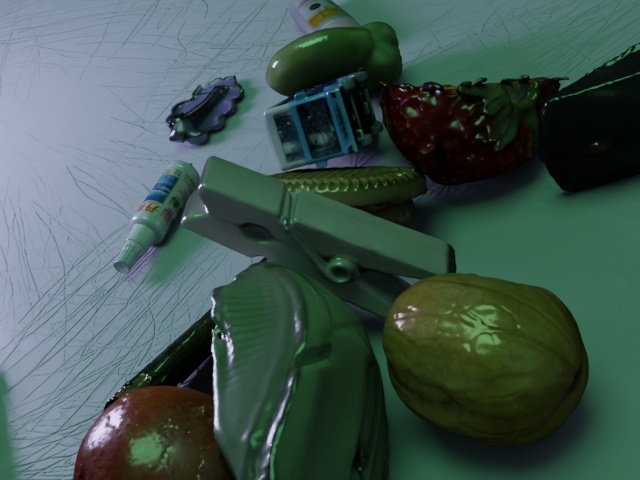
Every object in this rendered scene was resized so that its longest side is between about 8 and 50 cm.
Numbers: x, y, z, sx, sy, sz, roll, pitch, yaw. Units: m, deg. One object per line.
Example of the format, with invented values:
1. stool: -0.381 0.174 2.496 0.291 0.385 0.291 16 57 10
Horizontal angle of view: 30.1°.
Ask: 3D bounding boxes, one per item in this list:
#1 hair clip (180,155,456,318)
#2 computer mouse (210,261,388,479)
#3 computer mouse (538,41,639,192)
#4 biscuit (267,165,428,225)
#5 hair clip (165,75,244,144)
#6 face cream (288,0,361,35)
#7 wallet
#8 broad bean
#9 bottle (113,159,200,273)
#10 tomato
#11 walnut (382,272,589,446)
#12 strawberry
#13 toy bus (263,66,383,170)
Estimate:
1. hair clip: -0.001 0.003 1.437 0.330 0.101 0.085 22 44 -13
2. computer mouse: -0.006 0.175 1.282 0.145 0.228 0.429 -22 40 14
3. computer mouse: 0.422 -0.161 1.533 0.295 0.168 0.087 -27 39 -2
4. biscuit: 0.016 -0.055 1.592 0.259 0.079 0.259 -3 8 0
5. hair clip: -0.205 -0.229 2.026 0.124 0.052 0.195 8 41 26
6. face cream: 0.008 -0.383 2.099 0.084 0.057 0.198 -29 37 -7
7. wallet: -0.151 0.124 1.489 0.044 0.169 0.317 44 61 3
8. broad bean: 0.024 -0.282 1.894 0.227 0.169 0.100 -1 68 -25
9. bottle: -0.250 -0.033 1.799 0.060 0.060 0.217 0 43 27
10. tomato: -0.170 0.261 1.280 0.184 0.208 0.208 -16 38 7
11. walnut: 0.174 0.126 1.282 0.225 0.193 0.193 14 49 26
12. strawberry: 0.180 -0.154 1.661 0.280 0.150 0.253 1 8 36
13. toy bus: 0.011 -0.177 1.716 0.130 0.106 0.297 -15 10 13
